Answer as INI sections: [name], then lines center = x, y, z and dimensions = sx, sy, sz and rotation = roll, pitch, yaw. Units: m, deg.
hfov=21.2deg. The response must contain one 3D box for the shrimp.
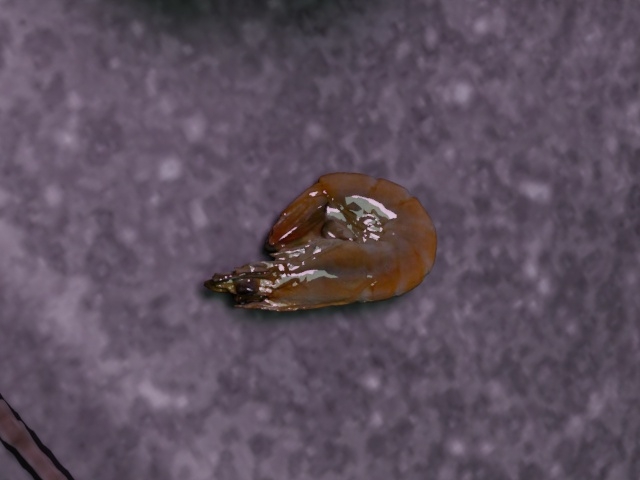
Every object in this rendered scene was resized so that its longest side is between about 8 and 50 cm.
[shrimp]
center = 0.000, 0.000, 0.735
dimensions = 0.108, 0.023, 0.059
rotation = -4, 78, -23
